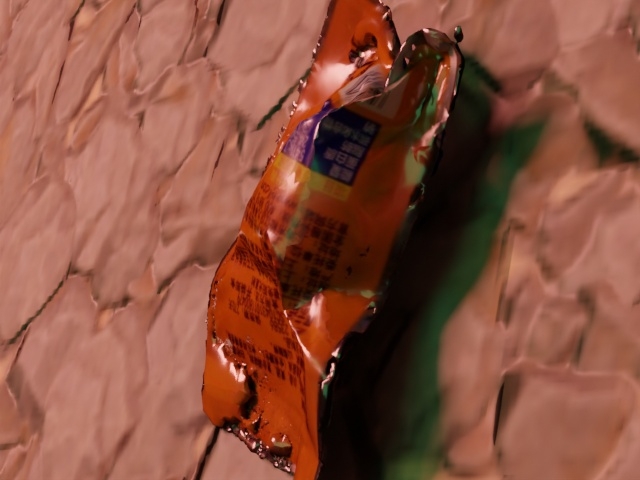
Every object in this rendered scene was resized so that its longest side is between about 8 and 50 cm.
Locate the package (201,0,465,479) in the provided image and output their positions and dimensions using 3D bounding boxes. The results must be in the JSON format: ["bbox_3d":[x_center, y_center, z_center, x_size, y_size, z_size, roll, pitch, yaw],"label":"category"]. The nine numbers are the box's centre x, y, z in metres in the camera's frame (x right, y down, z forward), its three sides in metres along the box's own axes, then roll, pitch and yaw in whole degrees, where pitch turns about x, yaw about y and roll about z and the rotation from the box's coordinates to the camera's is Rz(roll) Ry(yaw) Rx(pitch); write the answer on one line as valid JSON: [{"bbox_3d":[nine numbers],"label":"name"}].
[{"bbox_3d":[-0.001,0.000,0.375,0.077,0.033,0.111,31,102,47],"label":"package"}]
